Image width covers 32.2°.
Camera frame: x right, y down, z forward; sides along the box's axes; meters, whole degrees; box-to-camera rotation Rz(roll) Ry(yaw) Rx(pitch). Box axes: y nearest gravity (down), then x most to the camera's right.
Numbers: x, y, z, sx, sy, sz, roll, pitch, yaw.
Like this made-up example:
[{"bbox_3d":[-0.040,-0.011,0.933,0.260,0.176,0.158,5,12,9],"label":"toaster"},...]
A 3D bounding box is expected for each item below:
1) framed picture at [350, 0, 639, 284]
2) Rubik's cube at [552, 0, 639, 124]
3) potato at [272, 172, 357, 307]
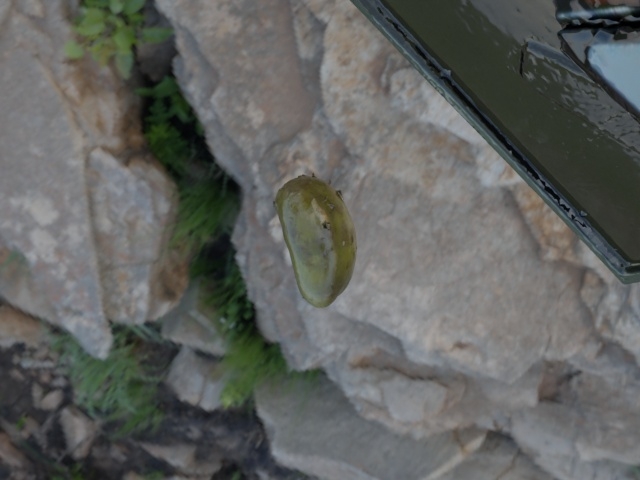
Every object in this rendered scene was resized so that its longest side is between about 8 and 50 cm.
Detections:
[{"bbox_3d":[0.163,-0.096,0.713,0.315,0.024,0.232,46,160,-8],"label":"framed picture"},{"bbox_3d":[0.257,-0.118,0.340,0.248,0.246,0.250,51,157,21],"label":"Rubik's cube"},{"bbox_3d":[0.000,0.000,1.116,0.070,0.091,0.138,-11,115,18],"label":"potato"}]
